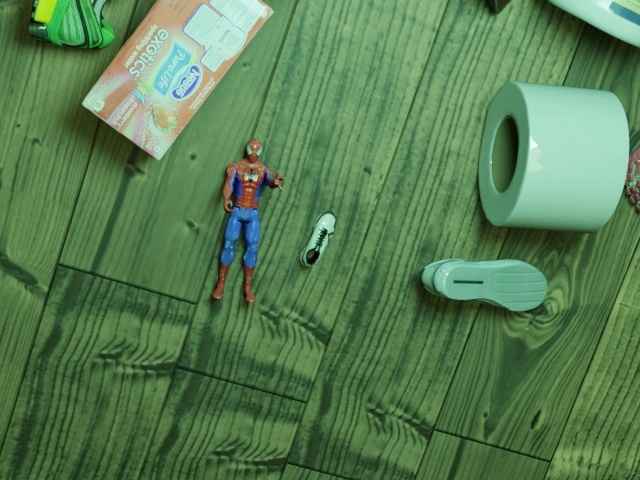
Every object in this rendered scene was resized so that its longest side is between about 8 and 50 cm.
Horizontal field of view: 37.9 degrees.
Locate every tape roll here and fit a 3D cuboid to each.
[{"bbox_3d":[0.383,-0.138,1.558,0.169,0.246,0.246,4,101,-8],"label":"tape roll"}]

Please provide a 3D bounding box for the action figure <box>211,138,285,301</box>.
[{"bbox_3d":[-0.124,-0.030,1.565,0.091,0.139,0.280,6,98,-11],"label":"action figure"}]

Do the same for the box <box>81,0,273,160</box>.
[{"bbox_3d":[-0.227,-0.294,1.488,0.154,0.142,0.300,36,95,-13],"label":"box"}]

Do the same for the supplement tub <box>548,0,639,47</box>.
[{"bbox_3d":[0.518,-0.491,1.483,0.228,0.228,0.316,22,112,-12],"label":"supplement tub"}]

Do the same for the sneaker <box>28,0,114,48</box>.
[{"bbox_3d":[-0.348,-0.467,1.456,0.146,0.134,0.343,13,108,-17],"label":"sneaker"}]

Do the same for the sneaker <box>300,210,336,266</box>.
[{"bbox_3d":[0.000,0.000,1.633,0.040,0.044,0.109,22,96,-10],"label":"sneaker"}]

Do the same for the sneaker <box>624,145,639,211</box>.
[{"bbox_3d":[0.673,-0.070,1.694,0.299,0.121,0.112,40,64,-13],"label":"sneaker"}]

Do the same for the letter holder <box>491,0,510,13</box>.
[{"bbox_3d":[0.323,-0.556,1.527,0.152,0.214,0.302,40,93,18],"label":"letter holder"}]

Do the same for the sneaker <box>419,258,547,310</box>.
[{"bbox_3d":[0.293,0.068,1.671,0.258,0.091,0.094,11,95,-31],"label":"sneaker"}]
